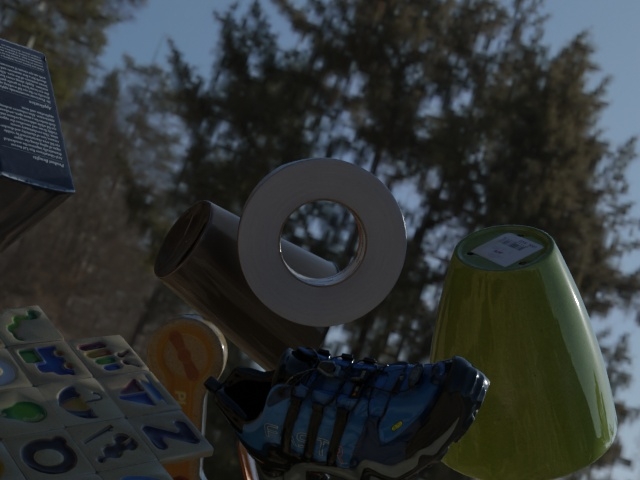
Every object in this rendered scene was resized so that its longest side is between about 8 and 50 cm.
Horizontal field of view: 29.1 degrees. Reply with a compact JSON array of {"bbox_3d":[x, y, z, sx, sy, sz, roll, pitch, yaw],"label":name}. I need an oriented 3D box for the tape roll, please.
[{"bbox_3d":[0.000,0.000,1.615,0.219,0.219,0.072,20,3,-7],"label":"tape roll"}]

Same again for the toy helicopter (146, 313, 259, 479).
[{"bbox_3d":[-0.138,0.255,1.297,0.235,0.355,0.140,8,9,7],"label":"toy helicopter"}]

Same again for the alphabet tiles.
[{"bbox_3d":[-0.266,0.143,0.976,0.342,0.011,0.285,-4,34,-41],"label":"alphabet tiles"}]

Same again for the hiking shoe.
[{"bbox_3d":[0.015,0.155,1.139,0.304,0.113,0.132,-24,-63,43],"label":"hiking shoe"}]

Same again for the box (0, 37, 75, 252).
[{"bbox_3d":[-0.390,-0.113,1.440,0.153,0.207,0.108,-33,-29,31],"label":"box"}]

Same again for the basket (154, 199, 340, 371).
[{"bbox_3d":[-0.107,0.057,1.733,0.227,0.204,0.154,35,-40,-26],"label":"basket"}]

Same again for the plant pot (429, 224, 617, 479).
[{"bbox_3d":[0.267,0.137,1.719,0.275,0.275,0.293,8,-59,33],"label":"plant pot"}]
